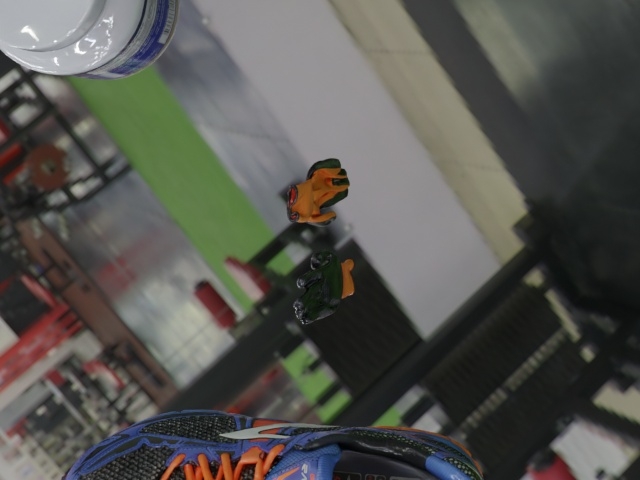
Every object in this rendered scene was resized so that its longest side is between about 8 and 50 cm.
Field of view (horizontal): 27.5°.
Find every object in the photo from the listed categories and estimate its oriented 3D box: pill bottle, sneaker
[{"bbox_3d":[-0.165,-0.164,0.869,0.112,0.112,0.187,48,-173,0],"label":"pill bottle"},{"bbox_3d":[-0.020,0.121,0.651,0.087,0.221,0.083,126,140,-76],"label":"sneaker"}]

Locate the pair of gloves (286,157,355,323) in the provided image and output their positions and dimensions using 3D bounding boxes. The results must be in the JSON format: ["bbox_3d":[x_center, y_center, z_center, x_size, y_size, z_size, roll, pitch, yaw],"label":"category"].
[{"bbox_3d":[0.000,0.000,0.682,0.010,0.074,0.083,4,104,23],"label":"pair of gloves"}]
